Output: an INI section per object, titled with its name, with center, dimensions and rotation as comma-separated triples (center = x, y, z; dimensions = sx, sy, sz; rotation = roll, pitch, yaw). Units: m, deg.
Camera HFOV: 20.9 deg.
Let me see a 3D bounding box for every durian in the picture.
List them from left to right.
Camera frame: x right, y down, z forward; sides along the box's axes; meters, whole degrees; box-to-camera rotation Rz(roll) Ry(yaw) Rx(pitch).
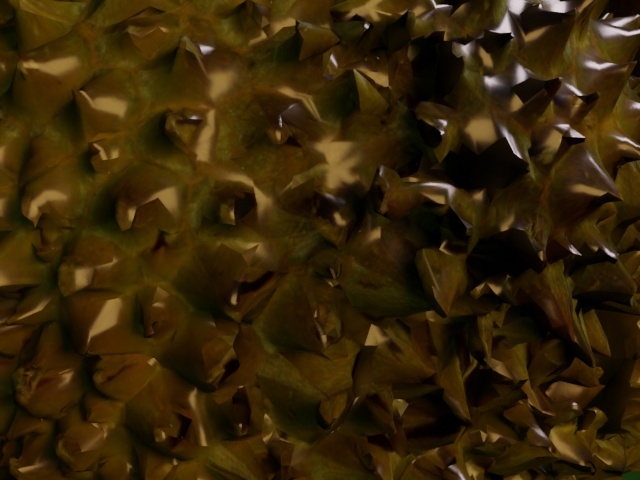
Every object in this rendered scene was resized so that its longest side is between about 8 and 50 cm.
[durian]
center = -0.001, 0.009, 0.540
dimensions = 0.293, 0.258, 0.258
rotation = 48, 51, -48

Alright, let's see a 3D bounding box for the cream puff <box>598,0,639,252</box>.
[cream puff]
center = 0.221, -0.033, 0.662
dimensions = 0.228, 0.350, 0.350
rotation = -42, 104, -11
